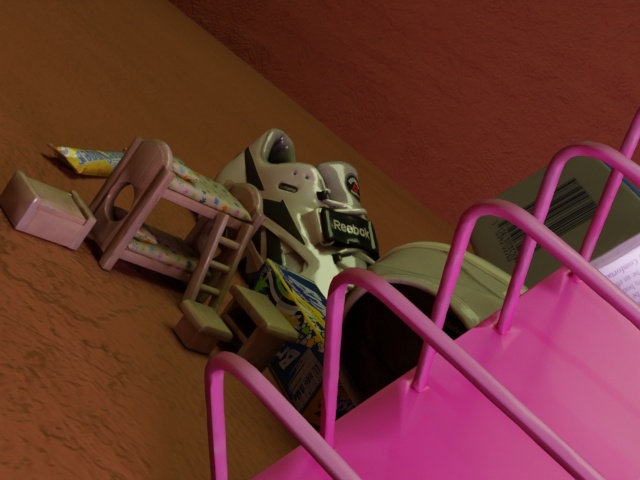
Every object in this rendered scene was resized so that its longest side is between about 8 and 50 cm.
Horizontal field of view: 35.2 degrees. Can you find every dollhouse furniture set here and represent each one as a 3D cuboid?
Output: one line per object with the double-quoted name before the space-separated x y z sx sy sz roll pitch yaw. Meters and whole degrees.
"dollhouse furniture set" -0.110 -0.001 0.744 0.182 0.101 0.161 25 16 -48

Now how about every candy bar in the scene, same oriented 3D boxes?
"candy bar" -0.212 -0.076 0.976 0.040 0.018 0.161 38 11 10

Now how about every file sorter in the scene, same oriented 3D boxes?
"file sorter" 0.115 0.085 0.461 0.202 0.291 0.182 43 -32 30

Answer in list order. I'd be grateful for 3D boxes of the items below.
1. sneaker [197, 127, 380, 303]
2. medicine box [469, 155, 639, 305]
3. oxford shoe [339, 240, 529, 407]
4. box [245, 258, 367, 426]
"sneaker" 0.000 0.000 0.988 0.330 0.146 0.122 46 13 36
"medicine box" 0.270 0.095 0.889 0.289 0.149 0.263 55 11 -15
"oxford shoe" 0.180 0.143 0.636 0.449 0.169 0.130 31 26 29
"box" -0.011 0.084 0.821 0.059 0.054 0.169 29 14 -33
